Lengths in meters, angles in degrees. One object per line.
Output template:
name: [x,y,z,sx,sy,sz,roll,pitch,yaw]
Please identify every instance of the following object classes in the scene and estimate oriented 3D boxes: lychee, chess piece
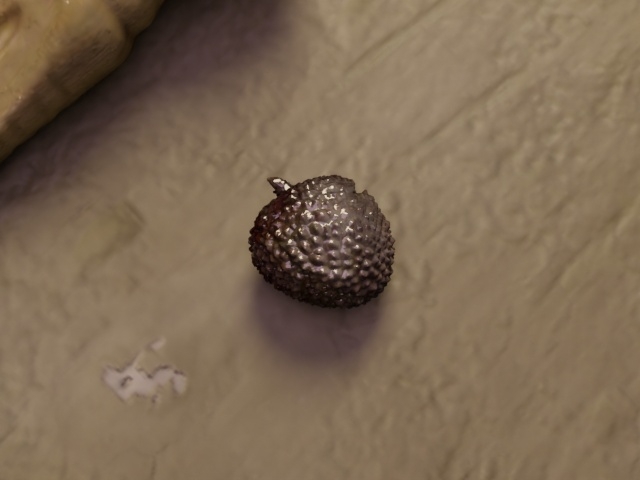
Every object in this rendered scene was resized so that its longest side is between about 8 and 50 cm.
lychee: [0.000,0.000,0.761,0.083,0.068,0.067,41,122,1]
chess piece: [-0.149,-0.124,0.758,0.301,0.137,0.137,-43,84,2]
